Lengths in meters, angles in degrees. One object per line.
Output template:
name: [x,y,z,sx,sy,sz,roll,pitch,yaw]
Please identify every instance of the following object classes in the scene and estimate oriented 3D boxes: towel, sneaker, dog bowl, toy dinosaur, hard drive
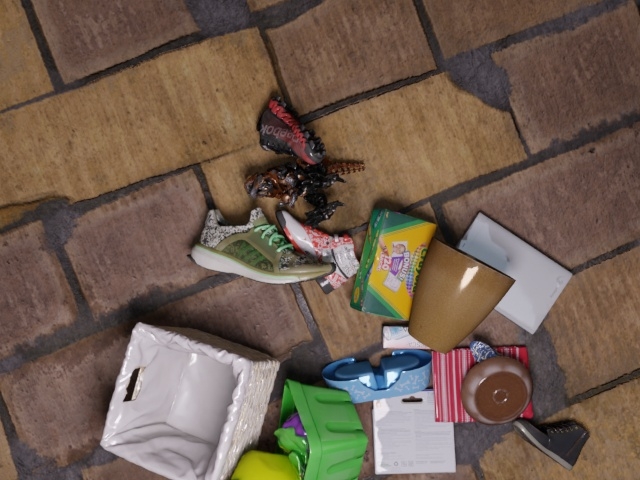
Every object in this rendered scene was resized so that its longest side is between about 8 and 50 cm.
towel: [0.443,0.393,1.802,0.275,0.031,0.198,-1,81,-4]
sneaker: [0.625,0.518,1.791,0.222,0.083,0.118,38,83,-17]
dog bowl: [0.156,0.365,1.763,0.298,0.166,0.074,-10,100,0]
sneaker: [0.452,0.312,1.771,0.135,0.058,0.052,37,97,-8]
toy dinosaur: [-0.036,-0.169,1.772,0.322,0.218,0.164,-32,130,-3]
sneaker: [-0.154,0.008,1.724,0.411,0.158,0.181,10,97,15]
hard drive: [0.512,0.090,1.827,0.308,0.040,0.203,34,89,2]
sneaker: [-0.088,-0.270,1.767,0.135,0.098,0.276,-47,51,10]
sneaker: [0.000,0.001,1.806,0.145,0.090,0.270,-34,92,-2]

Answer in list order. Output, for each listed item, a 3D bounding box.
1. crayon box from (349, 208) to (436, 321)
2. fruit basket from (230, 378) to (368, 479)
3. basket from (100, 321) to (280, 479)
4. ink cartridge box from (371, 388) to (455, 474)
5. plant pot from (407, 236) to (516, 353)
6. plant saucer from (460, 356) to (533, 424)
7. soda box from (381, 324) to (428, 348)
crayon box: [0.197,0.067,1.778,0.166,0.081,0.278,14,88,-23]
fruit basket: [-0.092,0.562,1.627,0.392,0.283,0.391,-9,125,-13]
basket: [-0.311,0.403,1.663,0.332,0.266,0.328,15,88,20]
ink cartridge box: [0.253,0.521,1.805,0.224,0.045,0.223,0,79,0]
plant pot: [0.336,0.155,1.706,0.237,0.237,0.254,28,98,1]
plant saucer: [0.473,0.406,1.742,0.199,0.036,0.198,-1,103,-4]
soda box: [0.261,0.265,1.812,0.183,0.058,0.062,1,88,-1]
